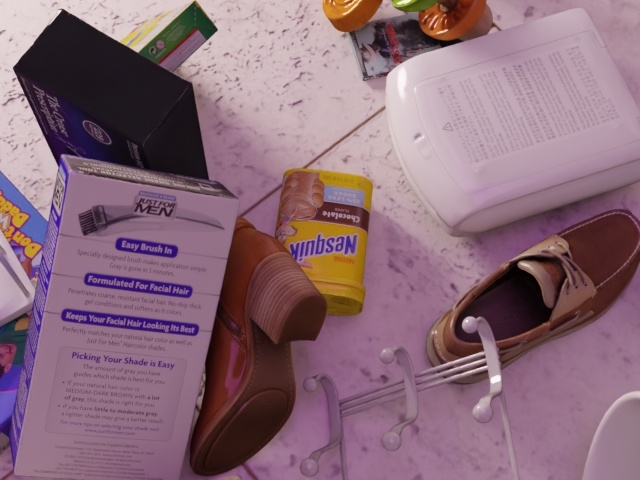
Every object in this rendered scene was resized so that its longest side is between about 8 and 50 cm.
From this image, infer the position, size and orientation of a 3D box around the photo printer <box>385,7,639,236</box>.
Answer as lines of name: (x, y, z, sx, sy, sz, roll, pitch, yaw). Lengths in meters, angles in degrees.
photo printer: (0.248, -0.150, 1.398, 0.307, 0.107, 0.256, -18, 69, -8)

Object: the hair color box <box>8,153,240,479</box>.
hair color box: (-0.220, 0.090, 1.178, 0.185, 0.110, 0.339, 9, 102, -21)

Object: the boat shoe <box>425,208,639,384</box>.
boat shoe: (0.276, 0.062, 1.307, 0.324, 0.116, 0.123, -36, 73, -14)

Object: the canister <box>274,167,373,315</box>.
canister: (0.000, 0.000, 1.350, 0.126, 0.073, 0.170, 7, 66, 1)

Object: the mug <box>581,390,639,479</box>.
mug: (0.467, 0.363, 1.133, 0.328, 0.276, 0.374, 9, 98, -5)

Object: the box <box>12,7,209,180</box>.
box: (-0.243, -0.134, 1.297, 0.184, 0.261, 0.103, 28, 70, 10)

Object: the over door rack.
over door rack: (0.108, 0.266, 1.170, 0.239, 0.108, 0.324, -23, 65, 26)

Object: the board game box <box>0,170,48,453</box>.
board game box: (-0.423, 0.058, 1.313, 0.233, 0.078, 0.347, -41, 74, -16)

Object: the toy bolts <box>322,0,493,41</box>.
toy bolts: (0.136, -0.367, 1.489, 0.218, 0.158, 0.228, -12, 61, 41)

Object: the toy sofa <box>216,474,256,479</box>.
toy sofa: (-0.210, 0.389, 1.132, 0.362, 0.177, 0.150, -20, 69, -10)

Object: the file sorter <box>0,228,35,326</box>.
file sorter: (-0.481, -0.018, 1.208, 0.193, 0.173, 0.278, -31, 72, -12)

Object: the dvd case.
dvd case: (0.105, -0.273, 1.495, 0.119, 0.013, 0.087, -12, 69, -6)

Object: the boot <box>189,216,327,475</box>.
boot: (-0.120, 0.114, 1.274, 0.109, 0.283, 0.220, 2, 29, -41)

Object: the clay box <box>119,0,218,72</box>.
clay box: (-0.234, -0.237, 1.392, 0.127, 0.222, 0.053, -47, 112, -21)
